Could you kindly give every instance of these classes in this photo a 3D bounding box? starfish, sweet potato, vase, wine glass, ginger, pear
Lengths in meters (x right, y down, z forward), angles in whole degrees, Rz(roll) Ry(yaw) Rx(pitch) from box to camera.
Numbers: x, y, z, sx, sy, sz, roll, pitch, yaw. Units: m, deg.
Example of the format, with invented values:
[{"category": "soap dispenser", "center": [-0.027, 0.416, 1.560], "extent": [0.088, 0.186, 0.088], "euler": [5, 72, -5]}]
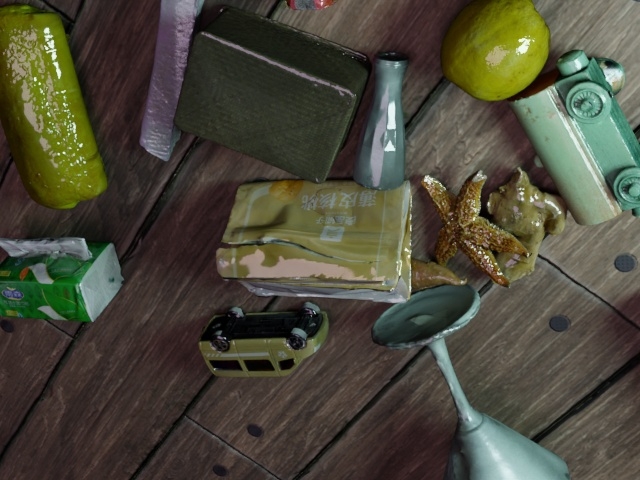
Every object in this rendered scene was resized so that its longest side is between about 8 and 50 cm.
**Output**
[{"category": "starfish", "center": [0.243, -0.013, 1.490], "extent": [0.227, 0.043, 0.240], "euler": [45, 145, 21]}, {"category": "sweet potato", "center": [0.161, 0.061, 1.575], "extent": [0.206, 0.060, 0.068], "euler": [2, 153, 32]}, {"category": "vase", "center": [0.103, -0.193, 1.437], "extent": [0.086, 0.086, 0.214], "euler": [10, 117, 12]}, {"category": "wine glass", "center": [0.254, 0.299, 1.581], "extent": [0.267, 0.267, 0.406], "euler": [-18, 107, 26]}, {"category": "ginger", "center": [0.324, -0.020, 1.480], "extent": [0.133, 0.059, 0.214], "euler": [24, 125, -7]}, {"category": "pear", "center": [0.257, -0.283, 1.294], "extent": [0.149, 0.149, 0.162], "euler": [43, 121, -9]}]

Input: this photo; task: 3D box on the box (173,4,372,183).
[{"category": "box", "center": [-0.076, -0.238, 1.429], "extent": [0.273, 0.143, 0.184], "euler": [22, 123, 3]}]

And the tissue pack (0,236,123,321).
[{"category": "tissue pack", "center": [-0.522, 0.054, 1.736], "extent": [0.209, 0.148, 0.156], "euler": [2, 121, 17]}]

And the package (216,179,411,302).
[{"category": "package", "center": [-0.010, 0.008, 1.509], "extent": [0.311, 0.165, 0.221], "euler": [2, 97, 17]}]

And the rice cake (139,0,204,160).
[{"category": "rice cake", "center": [-0.247, -0.305, 1.494], "extent": [0.072, 0.056, 0.365], "euler": [16, 123, 2]}]

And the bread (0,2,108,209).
[{"category": "bread", "center": [-0.502, -0.227, 1.588], "extent": [0.166, 0.112, 0.383], "euler": [1, 119, 18]}]

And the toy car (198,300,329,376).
[{"category": "toy car", "center": [-0.101, 0.200, 1.717], "extent": [0.256, 0.101, 0.124], "euler": [-4, 122, 21]}]

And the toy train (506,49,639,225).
[{"category": "toy train", "center": [0.405, -0.148, 1.355], "extent": [0.177, 0.116, 0.285], "euler": [-20, 113, 39]}]

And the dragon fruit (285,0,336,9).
[{"category": "dragon fruit", "center": [-0.015, -0.391, 1.370], "extent": [0.083, 0.056, 0.060], "euler": [7, 122, 16]}]
